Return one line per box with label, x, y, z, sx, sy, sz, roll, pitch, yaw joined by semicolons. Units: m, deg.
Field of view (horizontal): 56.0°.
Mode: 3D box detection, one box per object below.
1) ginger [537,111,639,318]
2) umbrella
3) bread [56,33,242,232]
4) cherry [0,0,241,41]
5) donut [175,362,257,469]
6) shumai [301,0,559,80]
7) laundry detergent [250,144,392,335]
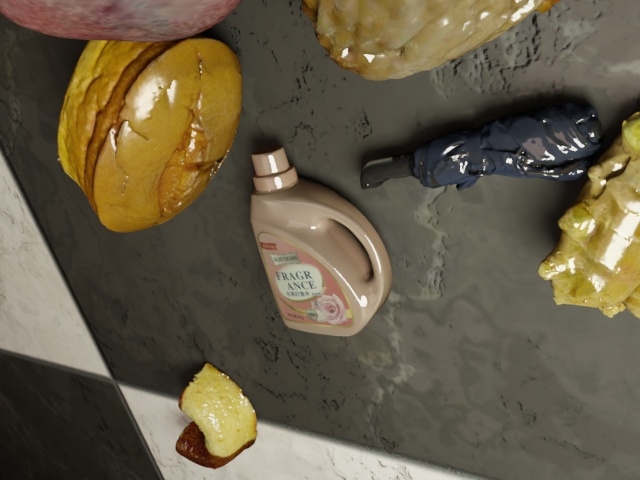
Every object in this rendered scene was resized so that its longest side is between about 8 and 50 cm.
ginger;0.251;-0.011;0.521;0.115;0.081;0.205;1;119;23
umbrella;0.135;-0.078;0.577;0.248;0.071;0.071;-4;115;37
bread;-0.193;-0.129;0.704;0.143;0.195;0.269;41;128;19
cherry;-0.187;-0.280;0.512;0.307;0.261;0.221;-15;68;41
donut;-0.193;0.334;1.081;0.141;0.085;0.217;25;129;22
shumai;0.075;-0.310;0.442;0.283;0.217;0.346;58;133;37
laundry detergent;0.000;0.000;0.727;0.171;0.076;0.237;2;117;35
